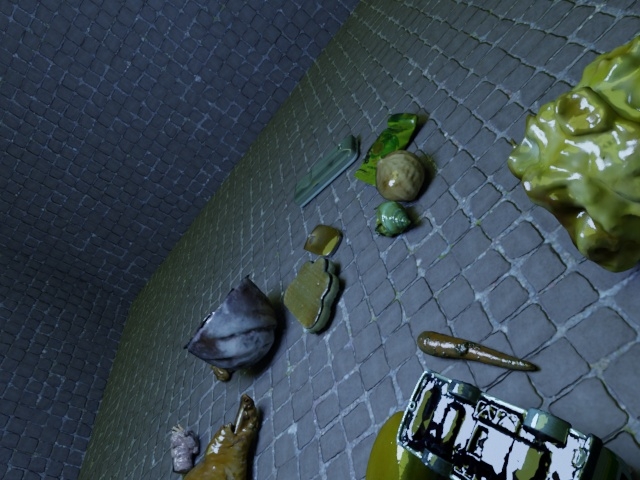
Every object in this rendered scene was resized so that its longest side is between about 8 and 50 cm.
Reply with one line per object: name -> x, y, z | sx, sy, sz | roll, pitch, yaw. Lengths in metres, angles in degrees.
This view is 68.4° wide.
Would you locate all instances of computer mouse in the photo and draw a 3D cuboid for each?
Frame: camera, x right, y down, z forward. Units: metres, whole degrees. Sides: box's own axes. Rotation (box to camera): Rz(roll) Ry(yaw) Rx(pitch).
computer mouse -> -0.001, -0.001, 1.534 | 0.102, 0.044, 0.199 | -58, 26, -5

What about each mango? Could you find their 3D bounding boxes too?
mango -> 0.130, 0.414, 0.802 | 0.137, 0.091, 0.238 | -14, 49, 63

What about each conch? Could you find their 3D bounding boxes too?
conch -> 0.180, -0.056, 1.243 | 0.201, 0.079, 0.095 | 159, 125, -76

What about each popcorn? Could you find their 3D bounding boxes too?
popcorn -> 0.432, -0.125, 0.633 | 0.312, 0.312, 0.312 | -41, 31, 31

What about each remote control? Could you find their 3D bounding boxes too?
remote control -> 0.012, -0.260, 1.769 | 0.335, 0.065, 0.128 | -39, 34, 35

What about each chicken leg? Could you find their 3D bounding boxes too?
chicken leg -> -0.283, 0.614, 1.254 | 0.295, 0.181, 0.410 | -49, 18, 56

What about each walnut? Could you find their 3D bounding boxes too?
walnut -> -0.341, 0.412, 1.656 | 0.143, 0.069, 0.170 | -62, 23, -3

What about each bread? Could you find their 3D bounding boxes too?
bread -> -0.019, 0.148, 1.388 | 0.207, 0.056, 0.286 | -60, 26, 5

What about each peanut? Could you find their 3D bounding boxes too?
peanut -> 0.214, -0.171, 1.272 | 0.141, 0.109, 0.159 | -51, 37, 38

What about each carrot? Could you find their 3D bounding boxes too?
carrot -> 0.269, 0.202, 0.849 | 0.254, 0.049, 0.049 | -1, 61, 55

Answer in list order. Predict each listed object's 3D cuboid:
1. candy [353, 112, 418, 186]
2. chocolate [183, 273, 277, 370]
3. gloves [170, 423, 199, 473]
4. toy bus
candy -> 0.203, -0.277, 1.449 | 0.246, 0.069, 0.149 | -55, 31, -4
chocolate -> -0.248, 0.282, 1.469 | 0.303, 0.213, 0.303 | -49, 0, 0
gloves -> -0.440, 0.673, 1.520 | 0.110, 0.094, 0.144 | 126, 144, -72
toy bus -> 0.251, 0.289, 0.637 | 0.276, 0.164, 0.134 | 5, 66, 62
